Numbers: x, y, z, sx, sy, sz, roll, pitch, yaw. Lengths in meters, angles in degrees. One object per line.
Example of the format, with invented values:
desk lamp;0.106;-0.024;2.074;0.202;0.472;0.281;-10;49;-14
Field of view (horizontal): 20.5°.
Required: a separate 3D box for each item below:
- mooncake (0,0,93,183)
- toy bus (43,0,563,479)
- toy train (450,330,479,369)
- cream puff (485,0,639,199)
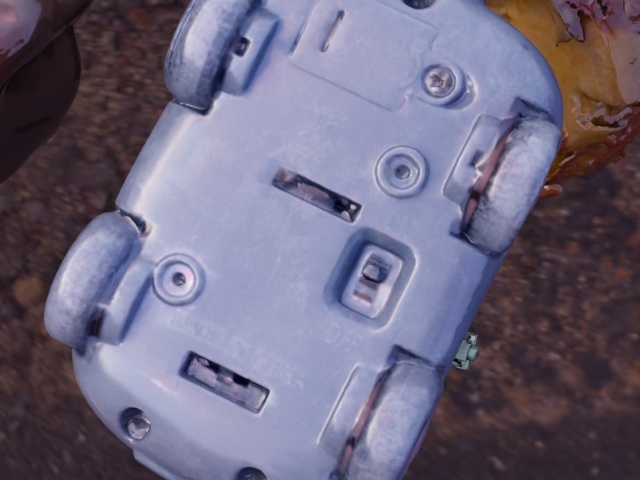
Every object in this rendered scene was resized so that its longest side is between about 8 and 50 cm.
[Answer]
mooncake;-0.269;-0.180;0.948;0.326;0.174;0.334;35;125;4
toy bus;0.000;0.000;0.952;0.197;0.232;0.294;25;88;7
toy train;0.084;0.078;1.389;0.083;0.053;0.033;16;91;5
cream puff;0.120;-0.195;1.360;0.350;0.350;0.228;51;49;-18
